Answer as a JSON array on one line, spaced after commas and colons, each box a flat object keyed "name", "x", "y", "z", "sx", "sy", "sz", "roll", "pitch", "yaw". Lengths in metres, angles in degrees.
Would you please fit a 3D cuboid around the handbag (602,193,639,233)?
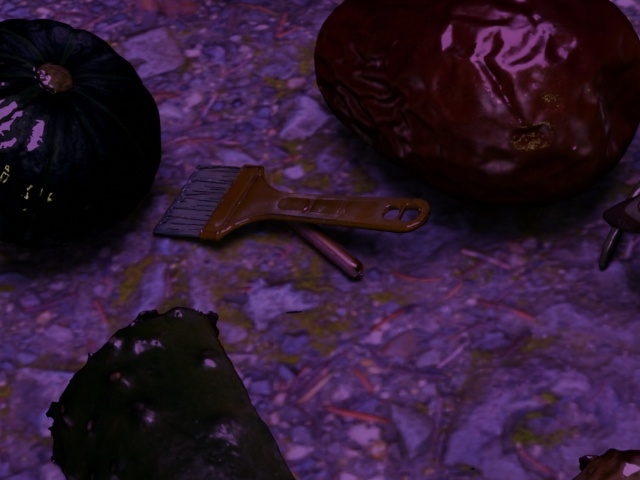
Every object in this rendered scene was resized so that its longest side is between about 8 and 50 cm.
[{"name": "handbag", "x": 0.344, "y": 0.002, "z": 1.293, "sx": 0.213, "sy": 0.127, "sz": 0.235, "roll": -30, "pitch": 61, "yaw": -18}]

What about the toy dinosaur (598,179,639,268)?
[{"name": "toy dinosaur", "x": 0.363, "y": -0.141, "z": 1.477, "sx": 0.087, "sy": 0.301, "sz": 0.447, "roll": 36, "pitch": 91, "yaw": 28}]

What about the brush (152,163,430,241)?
[{"name": "brush", "x": -0.018, "y": -0.025, "z": 1.422, "sx": 0.218, "sy": 0.010, "sz": 0.082, "roll": 5, "pitch": 47, "yaw": 29}]

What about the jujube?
[{"name": "jujube", "x": 0.114, "y": -0.120, "z": 1.425, "sx": 0.255, "sy": 0.190, "sz": 0.190, "roll": 13, "pitch": 47, "yaw": 42}]

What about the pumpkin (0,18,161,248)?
[{"name": "pumpkin", "x": -0.212, "y": -0.082, "z": 1.435, "sx": 0.194, "sy": 0.150, "sz": 0.194, "roll": -1, "pitch": 56, "yaw": 2}]

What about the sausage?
[{"name": "sausage", "x": 0.000, "y": 0.000, "z": 1.418, "sx": 0.015, "sy": 0.015, "sz": 0.100, "roll": -33, "pitch": 50, "yaw": -23}]

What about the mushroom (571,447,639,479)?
[{"name": "mushroom", "x": 0.157, "y": 0.265, "z": 1.020, "sx": 0.267, "sy": 0.254, "sz": 0.267, "roll": -18, "pitch": 53, "yaw": 25}]

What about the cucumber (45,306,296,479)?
[{"name": "cucumber", "x": -0.070, "y": 0.184, "z": 1.191, "sx": 0.145, "sy": 0.105, "sz": 0.325, "roll": -21, "pitch": 49, "yaw": -13}]
